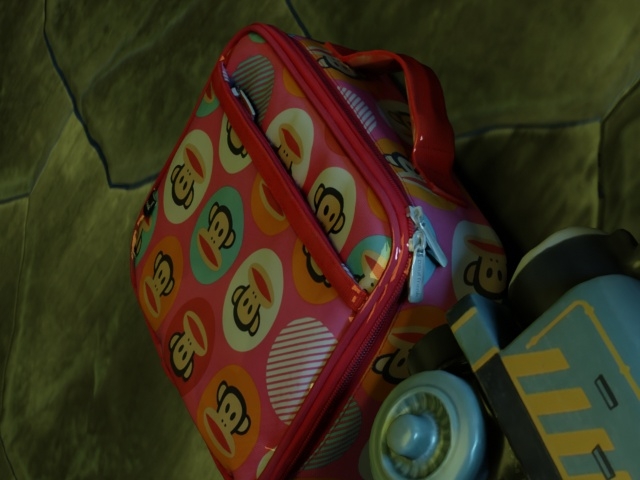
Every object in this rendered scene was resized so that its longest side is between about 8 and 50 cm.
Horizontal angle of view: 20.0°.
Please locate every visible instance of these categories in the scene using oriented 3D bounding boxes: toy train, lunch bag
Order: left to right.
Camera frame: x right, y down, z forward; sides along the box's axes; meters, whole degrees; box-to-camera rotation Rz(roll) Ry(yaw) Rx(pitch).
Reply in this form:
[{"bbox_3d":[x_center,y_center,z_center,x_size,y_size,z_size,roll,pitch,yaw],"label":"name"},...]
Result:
[{"bbox_3d":[0.000,0.000,1.150,0.258,0.120,0.293,-59,36,22],"label":"lunch bag"},{"bbox_3d":[0.153,0.144,0.909,0.190,0.142,0.334,-44,45,22],"label":"toy train"}]
